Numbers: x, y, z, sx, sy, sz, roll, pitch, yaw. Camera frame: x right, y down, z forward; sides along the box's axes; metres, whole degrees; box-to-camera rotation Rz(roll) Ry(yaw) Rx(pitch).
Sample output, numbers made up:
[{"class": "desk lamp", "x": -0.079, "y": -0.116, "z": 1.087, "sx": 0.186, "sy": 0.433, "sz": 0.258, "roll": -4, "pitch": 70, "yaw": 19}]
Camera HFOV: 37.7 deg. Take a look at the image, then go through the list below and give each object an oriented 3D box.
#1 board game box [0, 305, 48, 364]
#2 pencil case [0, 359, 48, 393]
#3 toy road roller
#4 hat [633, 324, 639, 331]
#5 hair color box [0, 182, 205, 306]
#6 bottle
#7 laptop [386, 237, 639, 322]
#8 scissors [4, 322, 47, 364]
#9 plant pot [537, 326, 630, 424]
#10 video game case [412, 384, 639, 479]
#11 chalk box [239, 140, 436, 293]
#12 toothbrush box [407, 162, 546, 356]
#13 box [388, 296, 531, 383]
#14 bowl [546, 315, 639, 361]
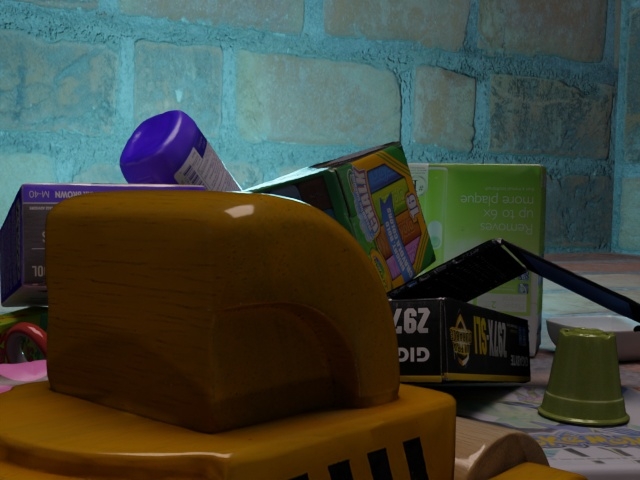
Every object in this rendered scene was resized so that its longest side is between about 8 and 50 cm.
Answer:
[{"class": "board game box", "x": -0.343, "y": 0.129, "z": 1.028, "sx": 0.043, "sy": 0.092, "sz": 0.181, "roll": 3, "pitch": 4, "yaw": 11}, {"class": "pencil case", "x": -0.276, "y": 0.151, "z": 0.733, "sx": 0.209, "sy": 0.098, "sz": 0.095, "roll": 0, "pitch": 48, "yaw": -34}, {"class": "toy road roller", "x": -0.017, "y": 0.096, "z": 0.462, "sx": 0.203, "sy": 0.240, "sz": 0.330, "roll": 5, "pitch": 5, "yaw": 41}, {"class": "hat", "x": 0.522, "y": 0.130, "z": 1.031, "sx": 0.331, "sy": 0.133, "sz": 0.331, "roll": -4, "pitch": -13, "yaw": -1}, {"class": "hair color box", "x": -0.258, "y": 0.014, "z": 1.062, "sx": 0.185, "sy": 0.110, "sz": 0.339, "roll": -1, "pitch": -5, "yaw": -23}, {"class": "bottle", "x": -0.145, "y": -0.032, "z": 1.218, "sx": 0.092, "sy": 0.283, "sz": 0.118, "roll": -13, "pitch": 40, "yaw": 27}, {"class": "laptop", "x": 0.219, "y": 0.087, "z": 1.086, "sx": 0.264, "sy": 0.136, "sz": 0.234, "roll": -28, "pitch": -18, "yaw": 13}, {"class": "scissors", "x": -0.181, "y": 0.172, "z": 0.825, "sx": 0.297, "sy": 0.109, "sz": 0.021, "roll": 27, "pitch": 25, "yaw": 20}, {"class": "plant pot", "x": 0.247, "y": 0.123, "z": 0.872, "sx": 0.083, "sy": 0.079, "sz": 0.083, "roll": 2, "pitch": 4, "yaw": 0}, {"class": "video game case", "x": 0.232, "y": 0.180, "z": 0.869, "sx": 0.329, "sy": 0.036, "sz": 0.300, "roll": 1, "pitch": 3, "yaw": -9}, {"class": "chalk box", "x": 0.000, "y": 0.000, "z": 1.181, "sx": 0.180, "sy": 0.179, "sz": 0.289, "roll": -14, "pitch": 8, "yaw": 29}, {"class": "toothbrush box", "x": 0.235, "y": 0.023, "z": 1.434, "sx": 0.206, "sy": 0.283, "sz": 0.122, "roll": 3, "pitch": 5, "yaw": 17}, {"class": "box", "x": 0.056, "y": 0.111, "z": 0.965, "sx": 0.257, "sy": 0.079, "sz": 0.322, "roll": -6, "pitch": -11, "yaw": 24}, {"class": "bowl", "x": 0.421, "y": 0.146, "z": 1.390, "sx": 0.142, "sy": 0.053, "sz": 0.142, "roll": 0, "pitch": 4, "yaw": -23}]
